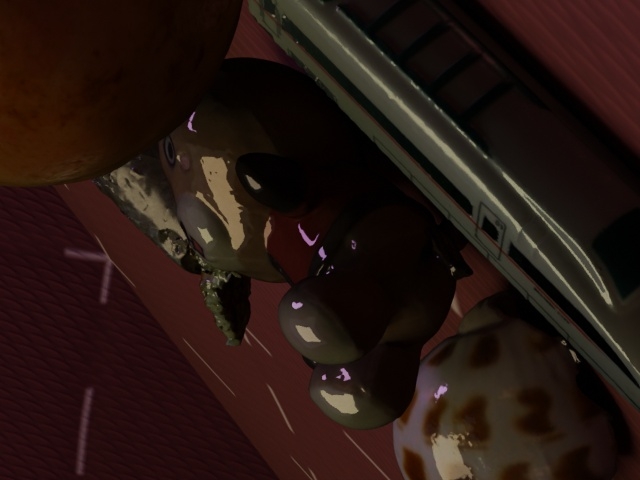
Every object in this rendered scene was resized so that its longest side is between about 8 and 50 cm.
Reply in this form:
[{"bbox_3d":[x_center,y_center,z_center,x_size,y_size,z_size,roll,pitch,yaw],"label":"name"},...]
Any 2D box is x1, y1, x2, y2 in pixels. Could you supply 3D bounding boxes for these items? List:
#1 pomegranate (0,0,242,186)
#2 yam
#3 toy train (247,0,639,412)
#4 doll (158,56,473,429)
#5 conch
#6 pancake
[{"bbox_3d":[-0.204,-0.210,1.287,0.342,0.342,0.342,48,169,13],"label":"pomegranate"},{"bbox_3d":[-0.162,-0.085,1.937,0.254,0.154,0.154,50,169,11],"label":"yam"},{"bbox_3d":[0.116,-0.043,1.091,0.407,0.086,0.088,47,163,19],"label":"toy train"},{"bbox_3d":[-0.008,-0.021,1.446,0.330,0.174,0.235,48,173,38],"label":"doll"},{"bbox_3d":[0.142,0.172,1.510,0.183,0.148,0.275,45,166,49],"label":"conch"},{"bbox_3d":[-0.063,0.001,1.720,0.376,0.054,0.197,-46,-38,-75],"label":"pancake"}]
